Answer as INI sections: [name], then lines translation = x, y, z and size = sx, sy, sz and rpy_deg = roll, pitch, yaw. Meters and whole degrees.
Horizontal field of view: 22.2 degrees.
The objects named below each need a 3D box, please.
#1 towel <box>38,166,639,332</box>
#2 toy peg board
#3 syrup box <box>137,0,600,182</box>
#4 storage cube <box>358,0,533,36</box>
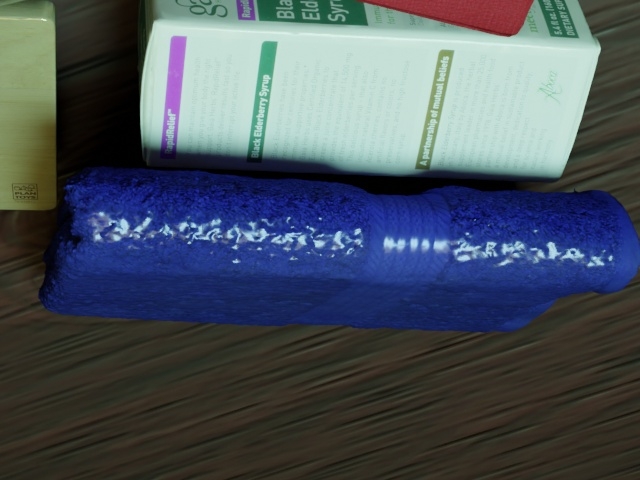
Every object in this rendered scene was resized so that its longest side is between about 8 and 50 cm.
[towel]
translation = 0.000, 0.000, 0.930
size = 0.308, 0.076, 0.227
rpy_deg = 3, 168, -13
[toy peg board]
translation = -0.223, -0.096, 0.887
size = 0.161, 0.079, 0.160
rpy_deg = 1, 144, -8
[syrup box]
translation = 0.020, -0.099, 0.894
size = 0.237, 0.093, 0.096
rpy_deg = 3, 129, -10
[storage cube]
translation = 0.020, -0.230, 0.730
size = 0.193, 0.183, 0.215
rpy_deg = 11, 126, -18
